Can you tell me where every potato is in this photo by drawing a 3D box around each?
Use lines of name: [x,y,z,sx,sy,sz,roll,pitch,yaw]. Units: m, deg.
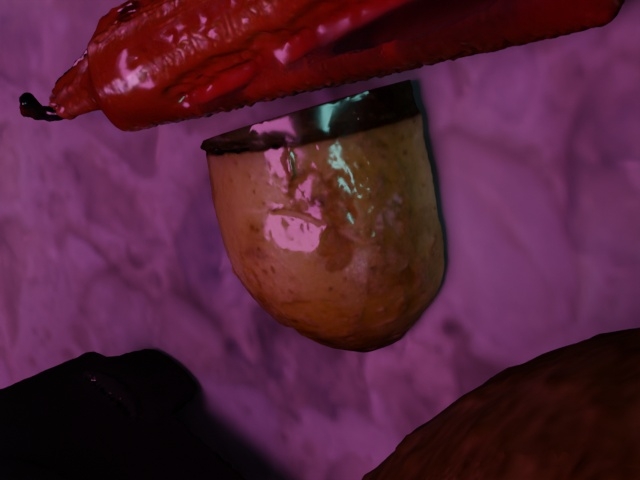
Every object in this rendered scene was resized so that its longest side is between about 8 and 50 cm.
potato: [0.000,0.000,0.581,0.096,0.066,0.103,-15,97,42]

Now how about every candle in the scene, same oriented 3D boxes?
candle: [-0.013,-0.084,0.569,0.301,0.059,0.084,-16,85,39]

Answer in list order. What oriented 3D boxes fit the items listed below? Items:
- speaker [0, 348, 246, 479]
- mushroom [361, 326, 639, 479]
speaker: [-0.103,0.199,0.597,0.232,0.254,0.184,39,124,22]
mushroom: [0.105,0.192,0.392,0.331,0.356,0.334,62,150,19]
